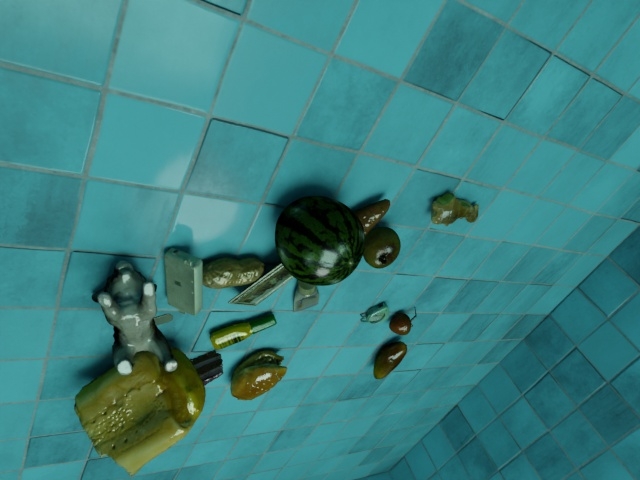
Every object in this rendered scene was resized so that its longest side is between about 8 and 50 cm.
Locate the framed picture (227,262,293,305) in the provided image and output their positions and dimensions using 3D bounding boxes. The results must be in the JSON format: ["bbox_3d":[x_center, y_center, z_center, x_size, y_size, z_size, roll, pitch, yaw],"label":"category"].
[{"bbox_3d":[-0.178,0.155,1.709,0.274,0.017,0.217,-37,163,9],"label":"framed picture"}]

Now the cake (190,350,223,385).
[{"bbox_3d":[-0.517,0.551,1.912,0.295,0.116,0.113,-27,143,2],"label":"cake"}]

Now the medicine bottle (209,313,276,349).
[{"bbox_3d":[-0.299,0.351,1.866,0.260,0.064,0.095,-20,139,-12],"label":"medicine bottle"}]

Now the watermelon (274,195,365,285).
[{"bbox_3d":[0.000,0.000,1.514,0.284,0.285,0.285,-16,138,-15],"label":"watermelon"}]

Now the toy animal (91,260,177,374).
[{"bbox_3d":[-0.583,0.221,1.467,0.194,0.302,0.345,-13,113,-25],"label":"toy animal"}]

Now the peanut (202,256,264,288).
[{"bbox_3d":[-0.292,0.105,1.592,0.225,0.095,0.108,-4,145,-28],"label":"peanut"}]

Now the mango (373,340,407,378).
[{"bbox_3d":[0.348,0.613,2.464,0.133,0.111,0.268,-5,135,-47],"label":"mango"}]

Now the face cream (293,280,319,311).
[{"bbox_3d":[-0.053,0.220,1.883,0.114,0.070,0.224,-16,147,-14],"label":"face cream"}]

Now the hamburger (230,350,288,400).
[{"bbox_3d":[-0.288,0.586,2.051,0.282,0.144,0.156,-37,139,12],"label":"hamburger"}]

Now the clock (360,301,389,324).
[{"bbox_3d":[0.248,0.340,2.184,0.134,0.041,0.101,-20,139,-9],"label":"clock"}]

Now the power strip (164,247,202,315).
[{"bbox_3d":[-0.439,0.135,1.535,0.117,0.046,0.271,22,132,10],"label":"power strip"}]

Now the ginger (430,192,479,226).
[{"bbox_3d":[0.533,-0.106,1.863,0.294,0.086,0.131,11,104,-43],"label":"ginger"}]

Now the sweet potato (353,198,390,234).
[{"bbox_3d":[0.141,-0.063,1.669,0.251,0.097,0.097,-35,139,9],"label":"sweet potato"}]

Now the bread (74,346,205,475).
[{"bbox_3d":[-0.613,0.581,1.726,0.394,0.361,0.250,-35,176,3],"label":"bread"}]

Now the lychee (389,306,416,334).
[{"bbox_3d":[0.395,0.392,2.274,0.140,0.115,0.101,-17,173,14],"label":"lychee"}]

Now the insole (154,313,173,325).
[{"bbox_3d":[-0.612,0.293,1.674,0.188,0.004,0.064,-13,138,-17],"label":"insole"}]

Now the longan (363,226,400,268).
[{"bbox_3d":[0.226,0.031,1.759,0.144,0.176,0.155,-10,123,1],"label":"longan"}]
